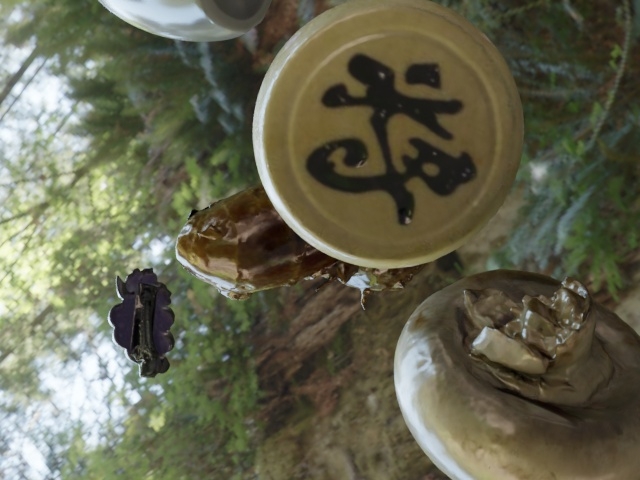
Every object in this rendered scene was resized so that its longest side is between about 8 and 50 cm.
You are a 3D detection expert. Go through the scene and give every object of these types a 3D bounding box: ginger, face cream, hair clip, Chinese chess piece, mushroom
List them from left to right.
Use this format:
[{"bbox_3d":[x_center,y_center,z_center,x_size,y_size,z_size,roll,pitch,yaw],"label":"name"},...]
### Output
[{"bbox_3d":[-0.295,0.134,1.673,0.124,0.052,0.195,15,-121,-41],"label":"hair clip"},{"bbox_3d":[-0.236,-0.432,1.390,0.357,0.312,0.219,28,-121,33],"label":"face cream"},{"bbox_3d":[0.000,0.000,1.463,0.418,0.176,0.254,-20,-77,-20],"label":"ginger"},{"bbox_3d":[0.064,-0.101,0.948,0.257,0.257,0.104,47,-174,-6],"label":"Chinese chess piece"},{"bbox_3d":[0.173,0.109,0.811,0.226,0.178,0.226,9,-150,-5],"label":"mushroom"}]
